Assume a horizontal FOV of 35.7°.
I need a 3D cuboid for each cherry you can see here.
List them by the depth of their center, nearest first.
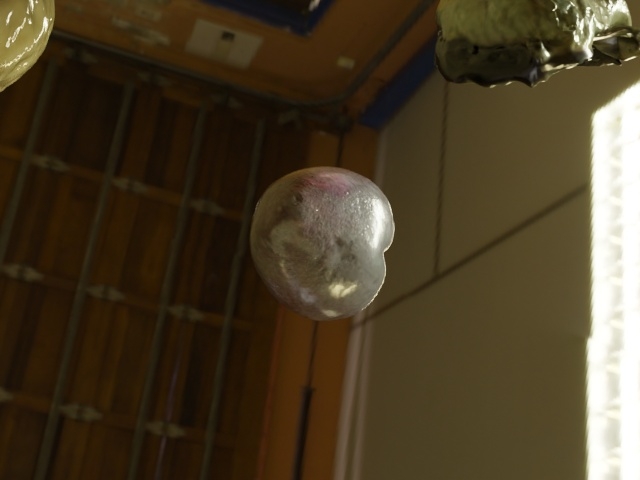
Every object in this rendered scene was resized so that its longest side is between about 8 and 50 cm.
[{"bbox_3d":[-0.002,0.003,1.079,0.140,0.176,0.176,4,-101,53],"label":"cherry"}]

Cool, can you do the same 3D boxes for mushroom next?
[{"bbox_3d":[0.254,-0.249,1.130,0.247,0.344,0.130,3,-75,35],"label":"mushroom"}]

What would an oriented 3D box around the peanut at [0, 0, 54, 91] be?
[{"bbox_3d":[-0.180,-0.080,0.397,0.256,0.123,0.123,-79,-170,-68],"label":"peanut"}]
